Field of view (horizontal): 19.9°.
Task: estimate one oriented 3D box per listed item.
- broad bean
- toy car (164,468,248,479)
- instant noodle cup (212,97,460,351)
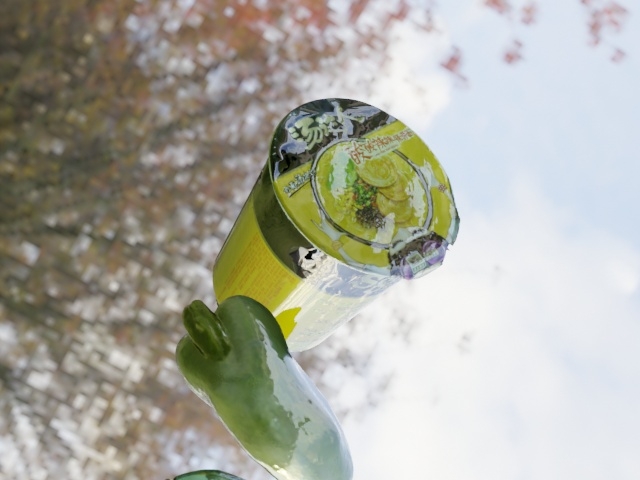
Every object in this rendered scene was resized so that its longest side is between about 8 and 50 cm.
[{"bbox_3d":[-0.048,0.144,1.676,0.100,0.228,0.169,-45,174,8],"label":"broad bean"},{"bbox_3d":[-0.163,0.400,2.079,0.306,0.136,0.125,-56,-160,27],"label":"toy car"},{"bbox_3d":[0.000,0.000,1.896,0.236,0.215,0.215,-51,-160,49],"label":"instant noodle cup"}]
